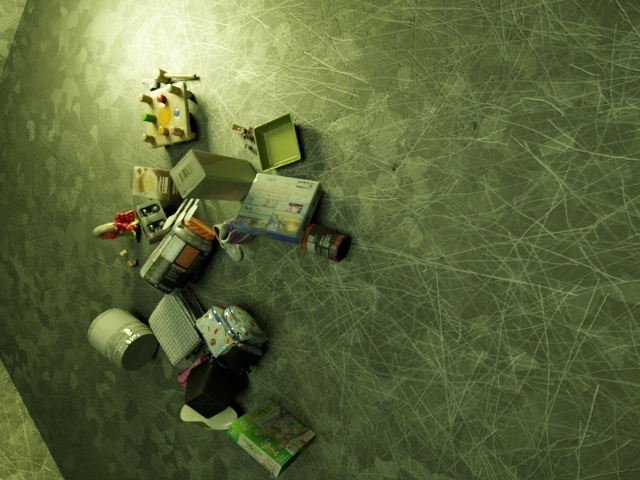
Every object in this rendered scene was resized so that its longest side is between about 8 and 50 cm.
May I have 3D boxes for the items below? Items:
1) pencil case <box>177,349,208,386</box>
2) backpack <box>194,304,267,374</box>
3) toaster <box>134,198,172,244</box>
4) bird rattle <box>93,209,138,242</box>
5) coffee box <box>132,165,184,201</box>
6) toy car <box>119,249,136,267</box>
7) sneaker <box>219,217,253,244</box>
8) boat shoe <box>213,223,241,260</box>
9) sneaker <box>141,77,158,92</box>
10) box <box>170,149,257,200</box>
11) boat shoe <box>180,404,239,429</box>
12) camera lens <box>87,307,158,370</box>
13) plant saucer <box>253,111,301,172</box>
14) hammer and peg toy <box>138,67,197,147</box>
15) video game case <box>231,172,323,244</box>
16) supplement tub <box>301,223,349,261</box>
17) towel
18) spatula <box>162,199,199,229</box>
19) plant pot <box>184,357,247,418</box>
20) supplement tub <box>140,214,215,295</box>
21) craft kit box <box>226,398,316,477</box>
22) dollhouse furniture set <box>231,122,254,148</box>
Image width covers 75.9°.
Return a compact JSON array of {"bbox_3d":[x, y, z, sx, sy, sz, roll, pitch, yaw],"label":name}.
[{"bbox_3d":[-0.554,0.579,1.836,0.209,0.098,0.095,-44,72,24],"label":"pencil case"},{"bbox_3d":[-0.363,0.375,1.639,0.263,0.276,0.213,37,79,29],"label":"backpack"},{"bbox_3d":[-0.760,-0.083,1.873,0.167,0.110,0.186,65,155,3],"label":"toaster"},{"bbox_3d":[-0.961,-0.046,1.945,0.207,0.253,0.142,-16,91,-14],"label":"bird rattle"},{"bbox_3d":[-0.744,-0.261,1.895,0.247,0.098,0.140,10,98,28],"label":"coffee box"},{"bbox_3d":[-0.968,0.087,2.063,0.040,0.060,0.122,-43,77,-10],"label":"toy car"},{"bbox_3d":[-0.287,-0.076,1.622,0.282,0.161,0.102,-45,71,22],"label":"sneaker"},{"bbox_3d":[-0.398,0.008,1.740,0.066,0.063,0.184,-32,77,26],"label":"boat shoe"},{"bbox_3d":[-0.809,-0.728,1.940,0.099,0.038,0.068,4,94,29],"label":"sneaker"},{"bbox_3d":[-0.398,-0.242,1.586,0.148,0.311,0.121,-37,75,24],"label":"box"},{"bbox_3d":[-0.473,0.774,1.807,0.306,0.091,0.109,-5,53,27],"label":"boat shoe"},{"bbox_3d":[-0.956,0.472,1.981,0.275,0.219,0.219,25,104,25],"label":"camera lens"},{"bbox_3d":[-0.162,-0.377,1.602,0.189,0.045,0.187,-14,86,28],"label":"plant saucer"},{"bbox_3d":[-0.685,-0.609,1.828,0.266,0.127,0.360,-2,91,29],"label":"hammer and peg toy"},{"bbox_3d":[-0.157,-0.123,1.522,0.270,0.061,0.244,12,63,22],"label":"video game case"},{"bbox_3d":[0.000,0.000,1.500,0.198,0.106,0.105,22,103,26],"label":"supplement tub"},{"bbox_3d":[-0.626,0.381,1.857,0.235,0.121,0.283,-48,69,20],"label":"towel"},{"bbox_3d":[-0.574,-0.147,1.760,0.168,0.241,0.019,-21,126,29],"label":"spatula"},{"bbox_3d":[-0.447,0.617,1.699,0.188,0.166,0.187,-36,110,24],"label":"plant pot"},{"bbox_3d":[-0.600,0.061,1.756,0.194,0.193,0.315,37,91,22],"label":"supplement tub"},{"bbox_3d":[-0.180,0.734,1.555,0.247,0.250,0.060,24,104,24],"label":"craft kit box"},{"bbox_3d":[-0.341,-0.435,1.676,0.115,0.081,0.090,25,104,25],"label":"dollhouse furniture set"}]
